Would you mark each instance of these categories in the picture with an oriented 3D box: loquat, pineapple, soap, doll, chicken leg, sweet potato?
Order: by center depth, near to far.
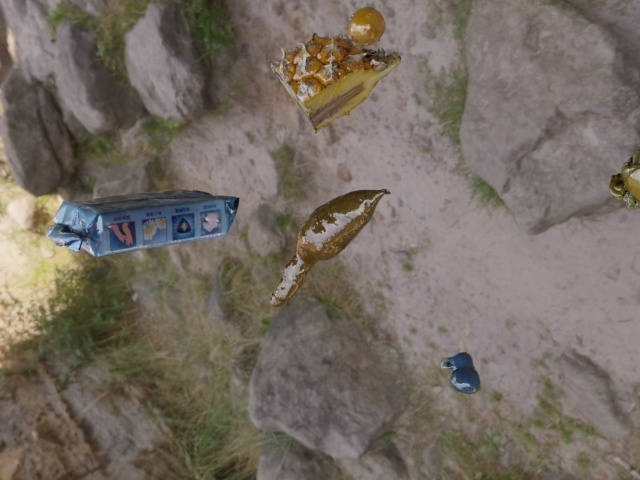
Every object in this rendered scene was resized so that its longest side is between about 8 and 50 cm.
[{"bbox_3d":[-0.002,0.000,0.828,0.269,0.074,0.075,-48,64,27],"label":"sweet potato"},{"bbox_3d":[-0.294,-0.034,0.929,0.156,0.293,0.077,15,109,47],"label":"soap"},{"bbox_3d":[0.276,0.260,1.083,0.050,0.076,0.083,114,156,-47],"label":"doll"},{"bbox_3d":[0.842,-0.125,1.267,0.152,0.429,0.202,29,103,54],"label":"chicken leg"},{"bbox_3d":[0.034,-0.451,1.399,0.209,0.286,0.344,55,-176,4],"label":"pineapple"},{"bbox_3d":[0.167,-0.779,2.031,0.141,0.141,0.141,41,143,41],"label":"loquat"}]
